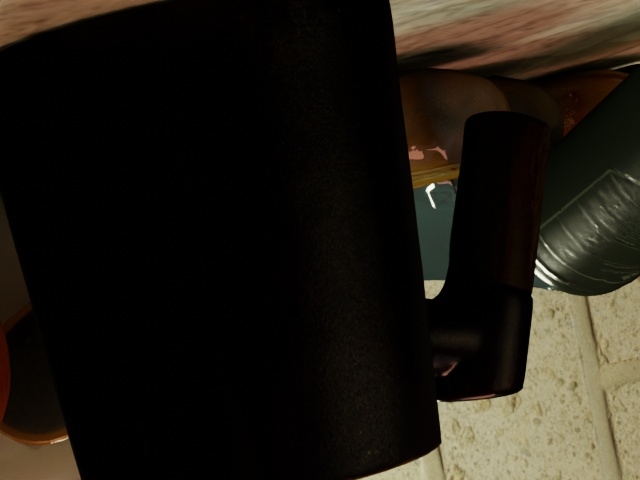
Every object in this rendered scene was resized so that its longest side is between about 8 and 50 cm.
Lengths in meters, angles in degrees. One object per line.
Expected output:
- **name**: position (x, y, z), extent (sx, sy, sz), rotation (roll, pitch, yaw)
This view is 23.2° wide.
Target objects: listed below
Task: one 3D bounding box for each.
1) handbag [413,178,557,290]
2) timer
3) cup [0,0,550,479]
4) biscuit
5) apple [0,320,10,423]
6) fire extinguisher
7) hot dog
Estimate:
- **handbag**: position (0.059, -0.024, 1.104), extent (0.221, 0.057, 0.144), rotation (3, 154, 21)
- **timer**: position (-0.224, 0.092, 1.046), extent (0.233, 0.234, 0.240), rotation (-11, 158, -9)
- **cup**: position (-0.001, 0.000, 0.615), extent (0.239, 0.177, 0.166), rotation (-11, 178, -7)
- **biscuit**: position (-0.012, -0.048, 0.935), extent (0.290, 0.062, 0.237), rotation (-13, 178, 22)
- **apple**: position (-0.260, 0.050, 0.824), extent (0.199, 0.199, 0.199), rotation (-11, 179, 0)
- **fire extinguisher**: position (0.175, -0.034, 0.900), extent (0.114, 0.095, 0.311), rotation (-13, 165, -18)
- **hot dog**: position (0.139, -0.069, 1.114), extent (0.250, 0.076, 0.104), rotation (-15, 177, 44)
